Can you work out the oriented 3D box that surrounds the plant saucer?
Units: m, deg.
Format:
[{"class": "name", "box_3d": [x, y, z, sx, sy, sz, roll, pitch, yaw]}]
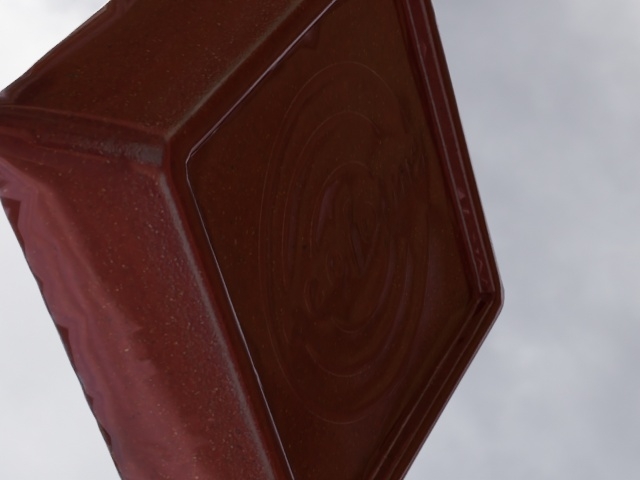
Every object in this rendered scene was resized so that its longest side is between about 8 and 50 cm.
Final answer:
[{"class": "plant saucer", "box_3d": [0.000, 0.000, 0.602, 0.258, 0.048, 0.259, -53, -46, -46]}]
